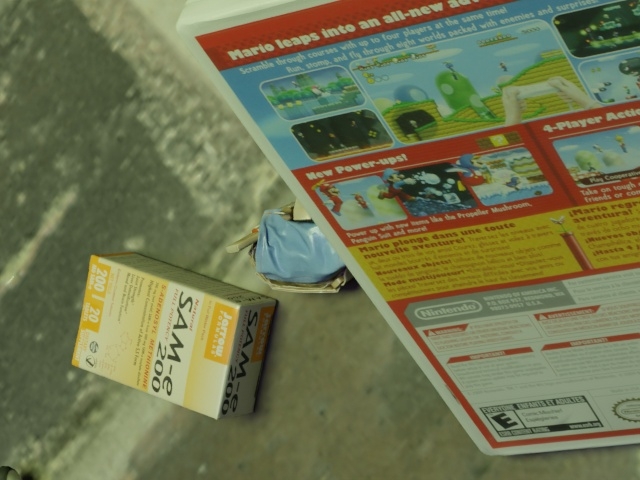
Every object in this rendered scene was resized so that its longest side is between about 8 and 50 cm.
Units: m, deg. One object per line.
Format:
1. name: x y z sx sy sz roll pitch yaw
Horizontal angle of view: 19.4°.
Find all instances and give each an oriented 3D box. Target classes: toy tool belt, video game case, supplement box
1. toy tool belt: 0.000 0.000 0.911 0.083 0.051 0.052 -7 88 31
2. video game case: 0.098 -0.012 0.750 0.204 0.285 0.025 -9 44 31
3. supplement box: -0.077 0.048 0.968 0.098 0.036 0.062 16 100 30

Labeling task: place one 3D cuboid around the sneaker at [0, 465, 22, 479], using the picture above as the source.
1. sneaker: -0.145 0.168 1.018 0.043 0.040 0.109 -34 77 11
